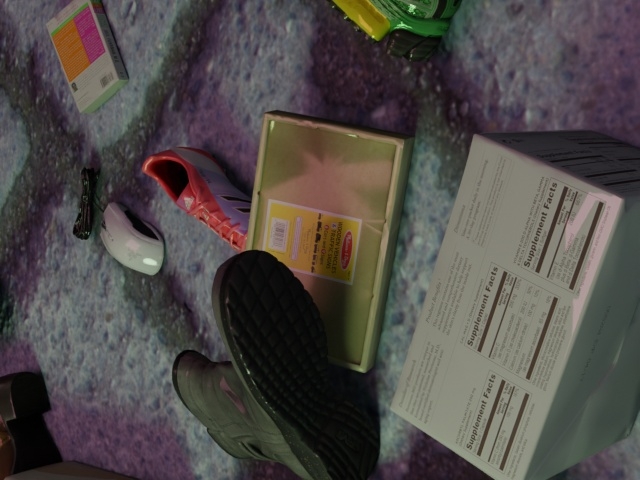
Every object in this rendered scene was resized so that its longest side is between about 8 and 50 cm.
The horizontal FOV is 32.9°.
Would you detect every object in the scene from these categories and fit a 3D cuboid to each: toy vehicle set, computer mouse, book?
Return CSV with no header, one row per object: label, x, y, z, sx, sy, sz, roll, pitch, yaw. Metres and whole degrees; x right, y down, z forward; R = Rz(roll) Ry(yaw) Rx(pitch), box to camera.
toy vehicle set,0.000,0.000,1.208,0.166,0.035,0.267,14,105,19
computer mouse,-0.287,-0.017,1.509,0.193,0.042,0.106,34,116,36
book,-0.327,-0.266,1.529,0.096,0.035,0.144,-30,74,38

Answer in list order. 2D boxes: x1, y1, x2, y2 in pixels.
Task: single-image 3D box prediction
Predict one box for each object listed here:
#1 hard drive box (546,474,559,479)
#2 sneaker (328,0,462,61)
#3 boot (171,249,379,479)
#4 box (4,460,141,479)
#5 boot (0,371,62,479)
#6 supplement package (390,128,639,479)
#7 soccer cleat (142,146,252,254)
hard drive box,0.147,0.347,1.071,0.232,0.089,0.181,-25,79,25
sneaker,0.030,-0.341,1.138,0.343,0.134,0.146,45,116,20
boot,-0.091,0.149,1.205,0.222,0.118,0.338,7,131,41
box,-0.309,0.413,1.522,0.311,0.121,0.148,4,97,43
boot,-0.533,0.358,1.746,0.280,0.096,0.264,-22,80,43
supplement package,0.206,0.049,0.945,0.145,0.204,0.262,30,114,35
soccer cleat,-0.118,-0.033,1.313,0.248,0.095,0.083,43,121,32
